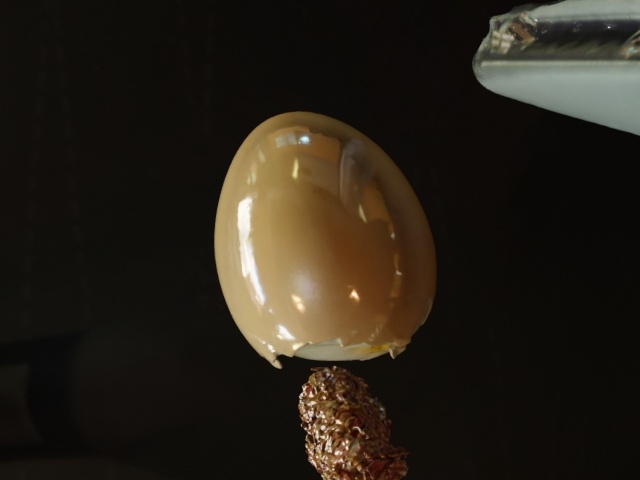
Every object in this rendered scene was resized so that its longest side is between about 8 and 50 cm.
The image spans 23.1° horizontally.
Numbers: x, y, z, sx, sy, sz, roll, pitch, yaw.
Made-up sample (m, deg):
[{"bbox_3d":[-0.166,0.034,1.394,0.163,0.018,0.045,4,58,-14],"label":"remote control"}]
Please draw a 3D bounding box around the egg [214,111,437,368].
[{"bbox_3d":[0.000,0.000,1.436,0.201,0.201,0.244,-17,87,6],"label":"egg"}]

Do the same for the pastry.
[{"bbox_3d":[0.022,0.183,1.507,0.087,0.063,0.169,-38,35,4],"label":"pastry"}]

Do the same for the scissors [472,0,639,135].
[{"bbox_3d":[0.120,-0.042,0.404,0.041,0.289,0.138,-47,114,-12],"label":"scissors"}]
